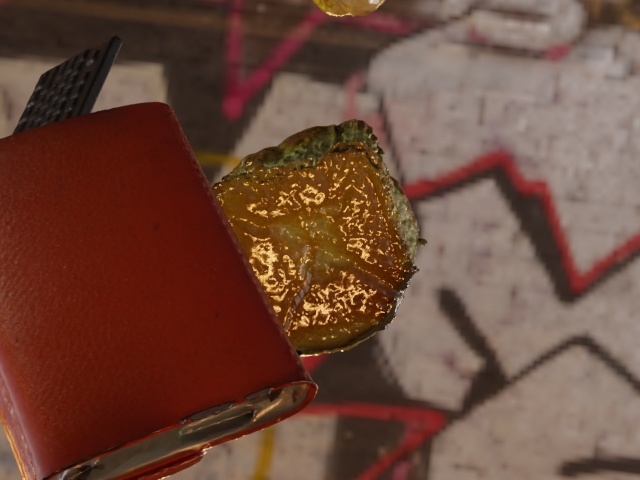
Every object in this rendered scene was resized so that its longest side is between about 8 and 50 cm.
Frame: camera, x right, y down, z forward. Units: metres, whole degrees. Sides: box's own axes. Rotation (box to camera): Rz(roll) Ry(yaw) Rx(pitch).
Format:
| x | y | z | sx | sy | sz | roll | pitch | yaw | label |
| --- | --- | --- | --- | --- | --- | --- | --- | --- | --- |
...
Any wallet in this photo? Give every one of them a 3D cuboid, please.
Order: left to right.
| x | y | z | sx | sy | sz | roll | pitch | yaw | label |
| --- | --- | --- | --- | --- | --- | --- | --- | --- | --- |
| -0.104 | 0.026 | 0.939 | 0.142 | 0.045 | 0.204 | -20 | -127 | -12 | wallet |

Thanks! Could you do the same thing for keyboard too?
| x | y | z | sx | sy | sz | roll | pitch | yaw | label |
| --- | --- | --- | --- | --- | --- | --- | --- | --- | --- |
| -0.184 | -0.058 | 1.284 | 0.103 | 0.381 | 0.041 | -20 | 125 | 44 | keyboard |

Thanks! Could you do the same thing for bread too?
| x | y | z | sx | sy | sz | roll | pitch | yaw | label |
| --- | --- | --- | --- | --- | --- | --- | --- | --- | --- |
| 0.000 | 0.000 | 1.214 | 0.128 | 0.140 | 0.069 | -19 | -164 | 7 | bread |

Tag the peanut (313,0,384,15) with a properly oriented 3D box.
| x | y | z | sx | sy | sz | roll | pitch | yaw | label |
| --- | --- | --- | --- | --- | --- | --- | --- | --- | --- |
| -0.009 | -0.225 | 1.201 | 0.087 | 0.087 | 0.206 | 3 | -134 | -40 | peanut |
